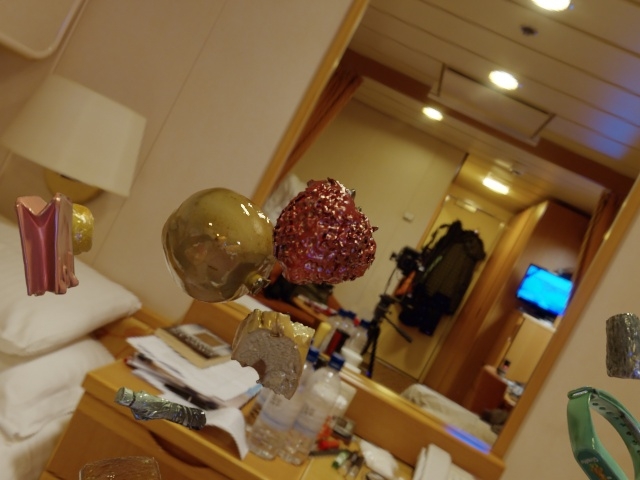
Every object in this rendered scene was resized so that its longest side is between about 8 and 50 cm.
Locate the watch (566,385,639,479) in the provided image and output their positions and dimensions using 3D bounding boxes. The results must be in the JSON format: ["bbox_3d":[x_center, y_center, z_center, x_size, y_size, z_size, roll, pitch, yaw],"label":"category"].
[{"bbox_3d":[0.591,0.410,1.187,0.237,0.068,0.195,50,46,1],"label":"watch"}]

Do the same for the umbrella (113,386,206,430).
[{"bbox_3d":[-0.291,0.314,1.071,0.046,0.050,0.188,-13,-35,39],"label":"umbrella"}]

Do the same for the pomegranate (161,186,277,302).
[{"bbox_3d":[-0.248,0.020,1.510,0.319,0.319,0.319,27,2,-1],"label":"pomegranate"}]

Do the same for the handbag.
[{"bbox_3d":[-0.423,0.005,0.918,0.059,0.157,0.212,-5,4,-17],"label":"handbag"}]

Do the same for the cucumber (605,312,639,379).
[{"bbox_3d":[0.520,0.181,0.994,0.064,0.111,0.064,4,-14,1],"label":"cucumber"}]

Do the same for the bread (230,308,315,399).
[{"bbox_3d":[-0.110,0.232,1.465,0.184,0.211,0.224,19,29,-9],"label":"bread"}]

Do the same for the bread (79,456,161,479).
[{"bbox_3d":[-0.455,0.581,1.328,0.184,0.110,0.234,-1,5,-23],"label":"bread"}]

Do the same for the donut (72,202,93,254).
[{"bbox_3d":[-0.644,-0.030,1.530,0.078,0.146,0.181,7,-12,-29],"label":"donut"}]

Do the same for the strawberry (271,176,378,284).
[{"bbox_3d":[0.000,0.000,1.016,0.184,0.186,0.201,24,39,21],"label":"strawberry"}]
